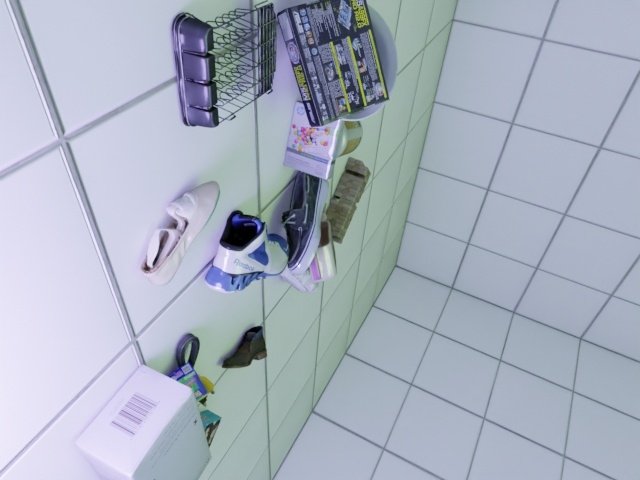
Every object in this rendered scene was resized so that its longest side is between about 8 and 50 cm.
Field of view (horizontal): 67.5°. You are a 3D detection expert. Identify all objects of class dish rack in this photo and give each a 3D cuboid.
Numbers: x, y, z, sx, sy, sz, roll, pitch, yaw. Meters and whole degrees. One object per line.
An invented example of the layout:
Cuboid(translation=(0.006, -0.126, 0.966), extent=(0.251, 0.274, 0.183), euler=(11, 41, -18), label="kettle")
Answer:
Cuboid(translation=(-0.172, -0.357, 0.951), extent=(0.271, 0.074, 0.208), euler=(-52, 158, -45), label="dish rack")

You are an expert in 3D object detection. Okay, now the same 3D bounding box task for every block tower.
Cuboid(translation=(0.100, -0.160, 1.933), extent=(0.336, 0.091, 0.097), euler=(-68, 162, -3), label="block tower")

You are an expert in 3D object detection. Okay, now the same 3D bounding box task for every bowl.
Cuboid(translation=(0.047, -0.463, 1.261), extent=(0.297, 0.134, 0.298), euler=(-6, 102, -29), label="bowl")

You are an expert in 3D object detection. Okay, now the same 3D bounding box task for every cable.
Cuboid(translation=(-0.366, 0.371, 1.292), extent=(0.139, 0.072, 0.287), euler=(-34, 132, -33), label="cable")

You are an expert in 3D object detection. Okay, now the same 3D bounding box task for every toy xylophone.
Cuboid(translation=(0.000, 0.000, 1.642), extent=(0.323, 0.081, 0.236), euler=(-84, 164, -78), label="toy xylophone")

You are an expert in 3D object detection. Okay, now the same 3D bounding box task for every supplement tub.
Cuboid(translation=(0.032, -0.321, 1.457), extent=(0.199, 0.144, 0.144), euler=(-35, 143, -60), label="supplement tub")

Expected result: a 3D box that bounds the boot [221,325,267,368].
Cuboid(translation=(-0.251, 0.348, 1.565), extent=(0.219, 0.082, 0.106), euler=(-4, 92, -66), label="boot")

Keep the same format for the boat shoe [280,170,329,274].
Cuboid(translation=(-0.068, -0.062, 1.480), extent=(0.119, 0.121, 0.335), euler=(24, 64, -30), label="boat shoe")

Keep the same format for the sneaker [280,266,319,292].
Cuboid(translation=(-0.073, 0.097, 1.616), extent=(0.114, 0.152, 0.305), euler=(-53, 159, -9), label="sneaker")

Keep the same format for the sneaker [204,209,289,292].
Cuboid(translation=(-0.171, 0.008, 1.276), extent=(0.315, 0.127, 0.182), euler=(-30, 140, -61), label="sneaker")

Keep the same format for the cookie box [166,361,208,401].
Cuboid(translation=(-0.351, 0.380, 1.229), extent=(0.091, 0.040, 0.107), euler=(-32, 131, -22), label="cookie box")

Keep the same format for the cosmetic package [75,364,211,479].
Cuboid(translation=(-0.397, 0.501, 1.140), extent=(0.385, 0.156, 0.217), euler=(91, 25, -46), label="cosmetic package")

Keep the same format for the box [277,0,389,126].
Cuboid(translation=(0.038, -0.435, 1.150), extent=(0.216, 0.060, 0.270), euler=(-27, 112, -23), label="box")

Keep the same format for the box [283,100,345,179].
Cuboid(translation=(-0.018, -0.282, 1.356), extent=(0.038, 0.145, 0.186), euler=(-36, 144, -61), label="box")

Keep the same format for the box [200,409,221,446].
Cuboid(translation=(-0.396, 0.655, 1.475), extent=(0.244, 0.060, 0.100), euler=(-67, 162, -3), label="box")

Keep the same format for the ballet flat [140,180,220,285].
Cuboid(translation=(-0.291, -0.026, 0.981), extent=(0.248, 0.086, 0.086), euler=(-65, 162, -9), label="ballet flat")
